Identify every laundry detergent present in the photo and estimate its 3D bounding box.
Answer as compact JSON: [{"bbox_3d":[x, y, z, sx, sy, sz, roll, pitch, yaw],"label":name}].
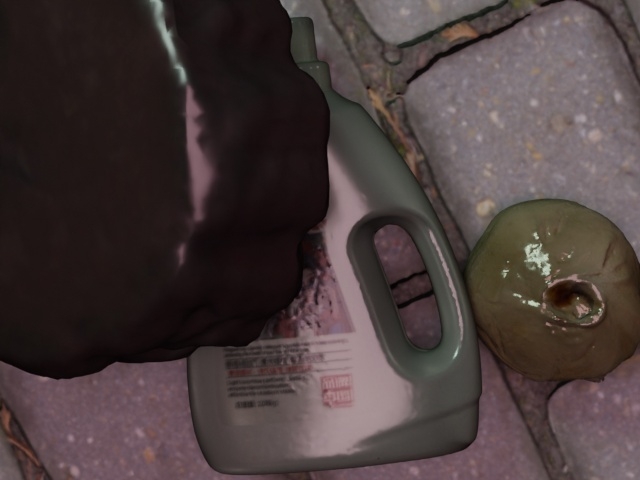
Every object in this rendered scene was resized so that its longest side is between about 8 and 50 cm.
[{"bbox_3d":[0.000,0.000,1.722,0.264,0.125,0.397,-5,94,9],"label":"laundry detergent"}]

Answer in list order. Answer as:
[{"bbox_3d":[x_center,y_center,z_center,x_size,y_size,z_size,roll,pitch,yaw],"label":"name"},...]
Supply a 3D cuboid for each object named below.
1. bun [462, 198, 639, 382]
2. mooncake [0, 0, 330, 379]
[{"bbox_3d":[0.215,0.050,1.733,0.173,0.113,0.166,22,95,-1],"label":"bun"},{"bbox_3d":[-0.160,-0.070,1.600,0.351,0.212,0.381,36,116,37],"label":"mooncake"}]
